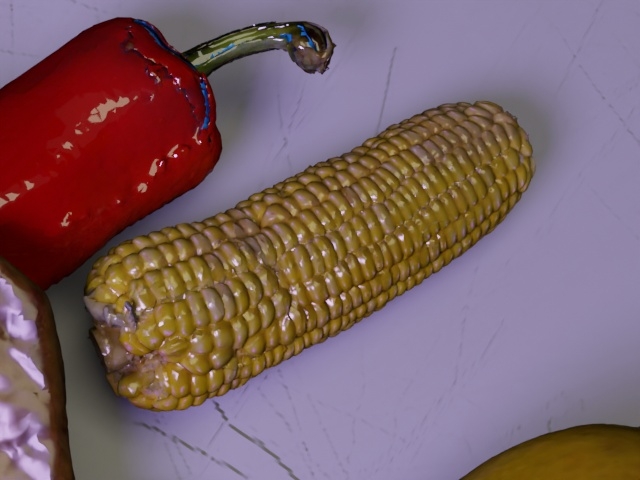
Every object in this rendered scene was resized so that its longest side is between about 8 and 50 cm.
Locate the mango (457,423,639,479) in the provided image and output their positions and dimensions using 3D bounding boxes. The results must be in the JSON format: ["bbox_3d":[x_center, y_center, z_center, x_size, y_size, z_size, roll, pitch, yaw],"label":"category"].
[{"bbox_3d":[0.105,0.285,0.851,0.301,0.220,0.445,40,73,-5],"label":"mango"}]

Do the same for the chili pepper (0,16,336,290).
[{"bbox_3d":[-0.162,-0.024,0.950,0.387,0.110,0.110,-36,82,-22],"label":"chili pepper"}]

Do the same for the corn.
[{"bbox_3d":[0.000,0.000,0.992,0.291,0.101,0.101,-29,80,-27],"label":"corn"}]

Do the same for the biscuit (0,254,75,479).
[{"bbox_3d":[-0.284,0.118,0.836,0.359,0.046,0.359,0,86,-6],"label":"biscuit"}]
